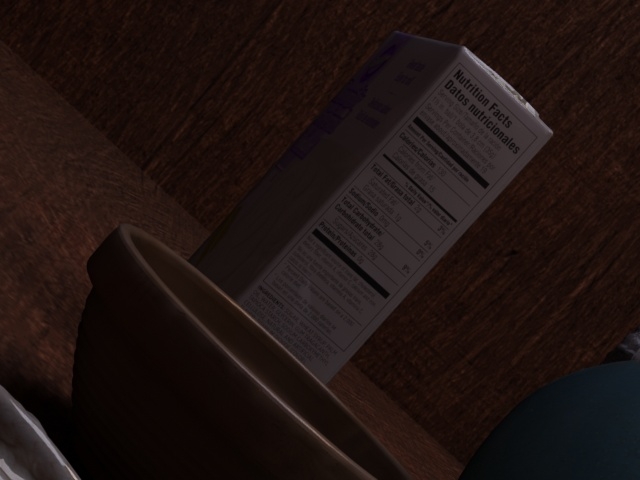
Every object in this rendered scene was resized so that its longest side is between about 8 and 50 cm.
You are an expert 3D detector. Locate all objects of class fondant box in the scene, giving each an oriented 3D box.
[{"bbox_3d":[0.000,0.000,1.255,0.096,0.330,0.238,43,1,-13],"label":"fondant box"}]

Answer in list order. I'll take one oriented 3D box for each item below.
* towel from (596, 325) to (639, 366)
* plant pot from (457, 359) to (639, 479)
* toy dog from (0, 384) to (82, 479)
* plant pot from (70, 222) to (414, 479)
[{"bbox_3d":[0.225,0.191,1.081,0.235,0.121,0.283,42,-21,8],"label":"towel"},{"bbox_3d":[0.158,0.233,0.874,0.290,0.290,0.195,43,38,11],"label":"plant pot"},{"bbox_3d":[-0.193,0.005,0.377,0.220,0.161,0.333,40,-16,49],"label":"toy dog"},{"bbox_3d":[-0.057,0.108,0.933,0.237,0.110,0.237,42,2,-1],"label":"plant pot"}]
